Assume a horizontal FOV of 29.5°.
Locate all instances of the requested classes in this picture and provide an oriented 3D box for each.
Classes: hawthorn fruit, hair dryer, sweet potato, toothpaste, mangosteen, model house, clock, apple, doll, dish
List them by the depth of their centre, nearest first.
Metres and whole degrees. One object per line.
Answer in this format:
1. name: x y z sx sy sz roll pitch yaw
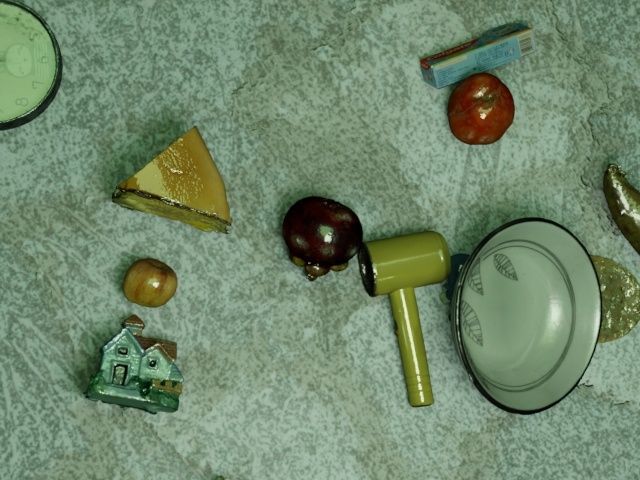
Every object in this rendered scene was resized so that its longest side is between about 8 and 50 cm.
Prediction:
1. model house: -0.280 0.183 1.870 0.148 0.119 0.149 9 73 -8
2. apple: -0.267 0.068 1.900 0.084 0.084 0.071 21 107 -6
3. clock: -0.517 -0.281 1.920 0.214 0.042 0.215 1 83 -9
4. mangosteen: 0.000 0.000 1.939 0.140 0.140 0.140 1 82 -10
5. dish: 0.308 0.118 1.953 0.316 0.106 0.317 -2 93 -32
6. hair dryer: 0.153 0.129 1.968 0.134 0.090 0.279 -10 91 -13
7. doll: 0.238 0.063 2.002 0.076 0.050 0.083 4 80 -14
8. hawthorn fruit: 0.266 -0.219 2.009 0.128 0.128 0.128 1 82 -10
9. sweet potato: 0.633 0.022 2.039 0.422 0.130 0.130 33 78 1
10. toothpaste: 0.263 -0.314 2.057 0.193 0.070 0.044 -21 116 -12

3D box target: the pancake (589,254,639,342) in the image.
1. pancake: 0.473 0.097 2.048 0.151 0.025 0.152 1 83 -9

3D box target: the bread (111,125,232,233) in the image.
1. bread: -0.235 -0.065 1.895 0.160 0.140 0.169 -24 88 -18

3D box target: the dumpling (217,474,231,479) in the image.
1. dumpling: -0.113 0.447 1.850 0.118 0.136 0.199 -28 78 -5
